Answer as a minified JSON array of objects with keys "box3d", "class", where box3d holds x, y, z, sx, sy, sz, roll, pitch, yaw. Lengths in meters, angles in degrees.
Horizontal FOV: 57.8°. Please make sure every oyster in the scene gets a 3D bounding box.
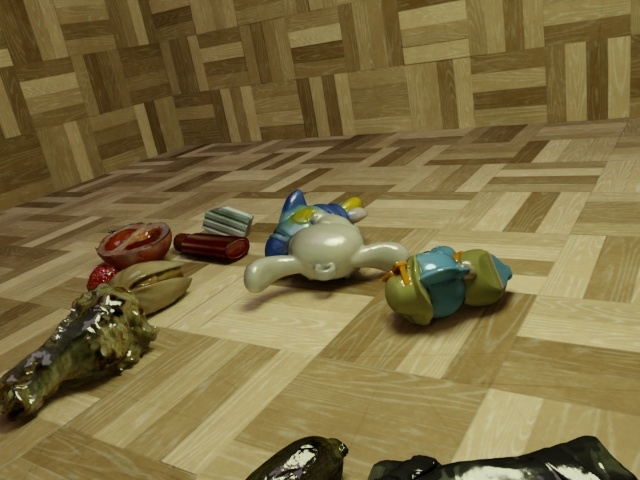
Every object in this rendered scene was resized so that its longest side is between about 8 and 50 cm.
[{"box3d":[-0.498,0.215,1.160,0.197,0.133,0.337,33,57,26],"class":"oyster"}]

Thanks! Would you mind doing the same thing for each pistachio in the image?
[{"box3d":[-0.424,0.115,1.427,0.223,0.126,0.152,-24,-12,-34],"class":"pistachio"}]

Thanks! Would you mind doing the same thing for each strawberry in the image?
[{"box3d":[-0.575,0.114,1.559,0.106,0.106,0.106,-9,20,3],"class":"strawberry"}]

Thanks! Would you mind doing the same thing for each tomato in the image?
[{"box3d":[-0.548,0.033,1.728,0.227,0.112,0.199,2,31,29],"class":"tomato"}]

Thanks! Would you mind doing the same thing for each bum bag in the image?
[{"box3d":[0.187,0.300,0.657,0.340,0.095,0.144,-12,26,12],"class":"bum bag"}]

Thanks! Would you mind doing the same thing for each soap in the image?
[{"box3d":[-0.299,-0.055,1.854,0.149,0.100,0.056,19,19,6],"class":"soap"}]

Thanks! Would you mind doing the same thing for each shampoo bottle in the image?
[{"box3d":[-0.338,0.015,1.737,0.260,0.065,0.102,5,26,37],"class":"shampoo bottle"}]

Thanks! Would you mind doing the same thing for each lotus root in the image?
[{"box3d":[-0.038,0.312,0.752,0.179,0.081,0.089,-23,22,-32],"class":"lotus root"}]

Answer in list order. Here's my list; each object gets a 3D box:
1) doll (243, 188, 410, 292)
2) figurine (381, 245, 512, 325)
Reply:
[{"box3d":[-0.002,0.008,1.462,0.375,0.187,0.366,9,26,-13],"class":"doll"},{"box3d":[0.249,0.088,1.166,0.261,0.154,0.180,-2,4,-32],"class":"figurine"}]
